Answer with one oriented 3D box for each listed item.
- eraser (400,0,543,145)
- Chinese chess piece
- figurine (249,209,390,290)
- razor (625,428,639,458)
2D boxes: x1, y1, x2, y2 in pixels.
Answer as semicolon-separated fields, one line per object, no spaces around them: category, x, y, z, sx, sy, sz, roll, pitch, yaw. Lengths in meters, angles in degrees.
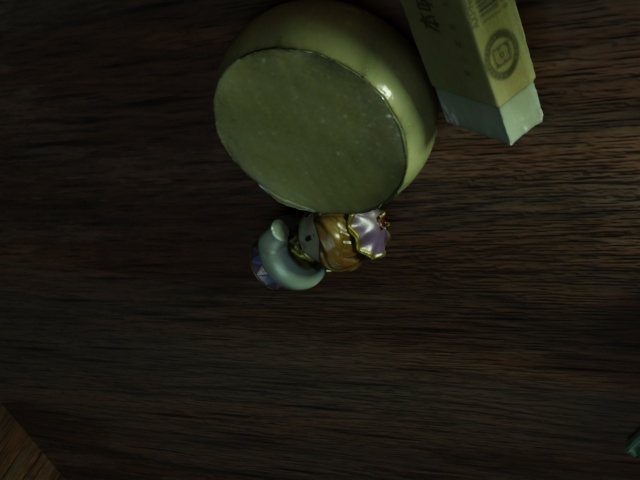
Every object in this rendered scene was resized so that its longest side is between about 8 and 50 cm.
eraser;0.178;-0.288;1.242;0.144;0.078;0.343;30;153;51
Chinese chess piece;0.004;-0.190;1.437;0.338;0.140;0.338;17;139;15
figurine;0.000;0.000;1.643;0.190;0.142;0.263;17;150;-39
razor;0.607;0.308;1.693;0.111;0.056;0.278;26;147;5
